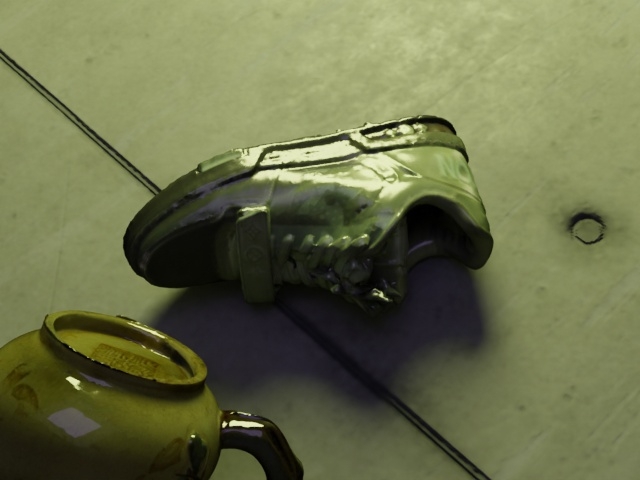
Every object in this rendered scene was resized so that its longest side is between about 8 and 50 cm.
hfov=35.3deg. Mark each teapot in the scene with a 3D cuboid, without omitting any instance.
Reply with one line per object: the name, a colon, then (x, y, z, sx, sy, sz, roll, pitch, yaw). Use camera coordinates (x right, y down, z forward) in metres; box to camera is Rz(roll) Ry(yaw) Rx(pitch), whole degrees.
teapot: (-0.151, 0.158, 0.704, 0.269, 0.173, 0.182, 21, 97, -6)

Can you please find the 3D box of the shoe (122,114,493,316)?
shoe: (0.000, 0.002, 0.788, 0.293, 0.109, 0.149, -19, 53, -10)
